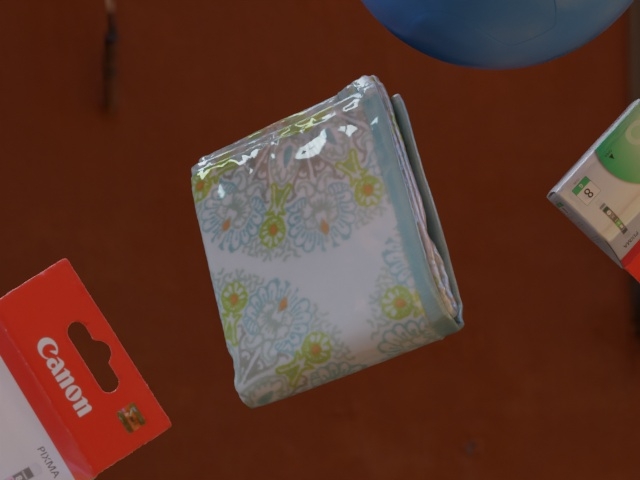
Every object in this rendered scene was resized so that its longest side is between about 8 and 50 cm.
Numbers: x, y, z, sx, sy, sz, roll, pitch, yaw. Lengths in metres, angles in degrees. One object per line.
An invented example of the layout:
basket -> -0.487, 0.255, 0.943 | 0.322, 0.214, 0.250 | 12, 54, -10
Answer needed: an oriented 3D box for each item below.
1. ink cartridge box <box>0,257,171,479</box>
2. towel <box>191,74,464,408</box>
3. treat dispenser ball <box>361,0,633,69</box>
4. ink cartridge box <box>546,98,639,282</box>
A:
ink cartridge box -> -0.277, 0.146, 1.234 | 0.232, 0.189, 0.066 | -34, -9, -2
towel -> 0.000, 0.000, 1.905 | 0.321, 0.374, 0.090 | -24, -23, 24
treat dispenser ball -> 0.152, -0.291, 1.229 | 0.288, 0.288, 0.288 | -3, 7, 0
ink cartridge box -> 0.448, -0.050, 1.939 | 0.181, 0.225, 0.056 | -47, -1, -9
